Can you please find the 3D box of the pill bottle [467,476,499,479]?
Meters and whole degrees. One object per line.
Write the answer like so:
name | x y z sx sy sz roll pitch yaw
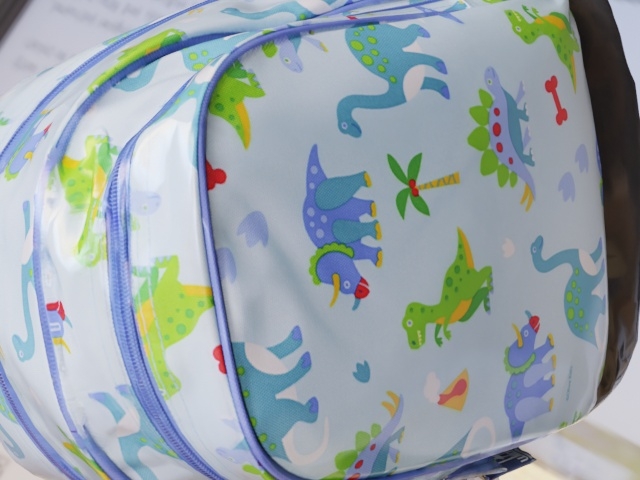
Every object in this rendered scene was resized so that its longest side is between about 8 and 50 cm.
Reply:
pill bottle | 0.078 0.189 1.172 0.117 0.117 0.215 25 171 35

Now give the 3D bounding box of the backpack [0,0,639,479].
backpack | 0.000 0.000 0.663 0.356 0.290 0.273 -6 -171 -25
